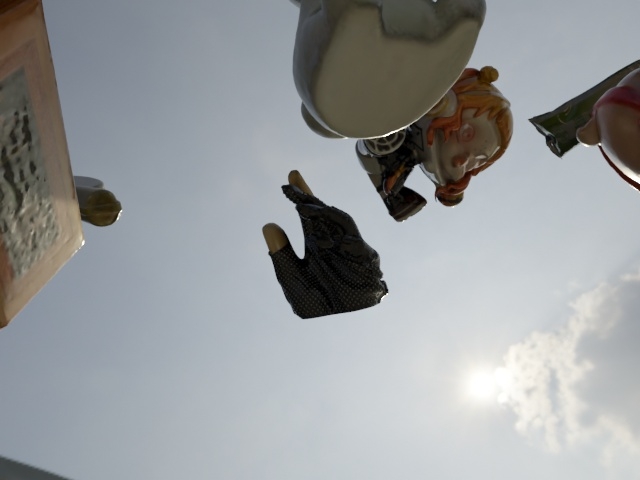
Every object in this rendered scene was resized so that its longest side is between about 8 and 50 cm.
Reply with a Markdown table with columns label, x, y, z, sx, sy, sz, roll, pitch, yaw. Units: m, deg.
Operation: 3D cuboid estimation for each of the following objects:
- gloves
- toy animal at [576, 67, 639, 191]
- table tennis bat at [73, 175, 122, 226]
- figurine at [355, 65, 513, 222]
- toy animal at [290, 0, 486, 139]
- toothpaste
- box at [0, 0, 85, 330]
| label | x | y | z | sx | sy | sz | roll | pitch | yaw |
| --- | --- | --- | --- | --- | --- | --- | --- | --- | --- |
| gloves | 0.003 | -0.001 | 0.838 | 0.106 | 0.129 | 0.180 | -11 | -91 | -33 |
| toy animal | 0.384 | -0.135 | 0.709 | 0.171 | 0.171 | 0.197 | 14 | -52 | -31 |
| table tennis bat | -0.390 | -0.068 | 0.992 | 0.198 | 0.321 | 0.050 | -12 | -71 | -45 |
| figurine | 0.234 | -0.207 | 1.327 | 0.323 | 0.196 | 0.320 | -28 | -42 | -5 |
| toy animal | 0.017 | -0.298 | 0.788 | 0.196 | 0.367 | 0.241 | -4 | -25 | -30 |
| toothpaste | 0.381 | -0.182 | 0.898 | 0.078 | 0.248 | 0.047 | 49 | -121 | -5 |
| box | -0.223 | 0.014 | 0.298 | 0.076 | 0.274 | 0.174 | 22 | -44 | 10 |
